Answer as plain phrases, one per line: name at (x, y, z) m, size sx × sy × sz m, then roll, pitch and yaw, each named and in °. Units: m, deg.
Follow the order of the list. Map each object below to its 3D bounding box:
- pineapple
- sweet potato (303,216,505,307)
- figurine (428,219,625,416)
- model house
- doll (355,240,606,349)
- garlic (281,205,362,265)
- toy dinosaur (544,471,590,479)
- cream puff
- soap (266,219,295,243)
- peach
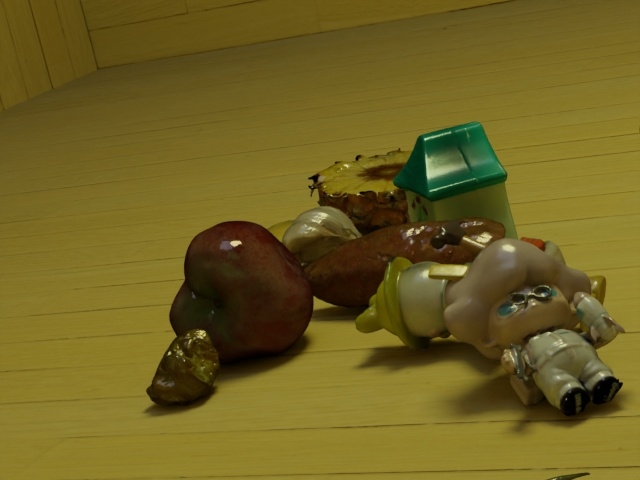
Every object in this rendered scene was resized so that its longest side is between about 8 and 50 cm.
pineapple at (0.092, -0.062, 2.283) m, size 0.225 × 0.076 × 0.225 m, roll -11°, pitch 16°, yaw 3°
sweet potato at (0.089, 0.032, 1.906) m, size 0.251 × 0.097 × 0.097 m, roll -11°, pitch 13°, yaw 30°
figurine at (0.183, 0.069, 1.570) m, size 0.137 × 0.112 × 0.229 m, roll -24°, pitch 43°, yaw -10°
model house at (0.150, -0.054, 2.044) m, size 0.100 × 0.149 × 0.127 m, roll -14°, pitch 12°, yaw -14°
doll at (0.148, 0.053, 1.724) m, size 0.241 × 0.099 × 0.135 m, roll -8°, pitch 54°, yaw 25°
garlic at (0.003, -0.004, 2.145) m, size 0.094 × 0.074 × 0.113 m, roll -18°, pitch -5°, yaw 25°
toy dinosaur at (0.148, 0.190, 1.316) m, size 0.113 × 0.026 × 0.041 m, roll -25°, pitch -3°, yaw -7°
cream puff at (-0.131, 0.130, 1.782) m, size 0.058 × 0.083 × 0.083 m, roll 28°, pitch 4°, yaw 1°
soap at (-0.059, 0.012, 2.221) m, size 0.089 × 0.033 × 0.168 m, roll -4°, pitch 16°, yaw 25°
peach at (-0.082, 0.053, 1.873) m, size 0.152 × 0.152 × 0.152 m, roll -13°, pitch 14°, yaw 3°
